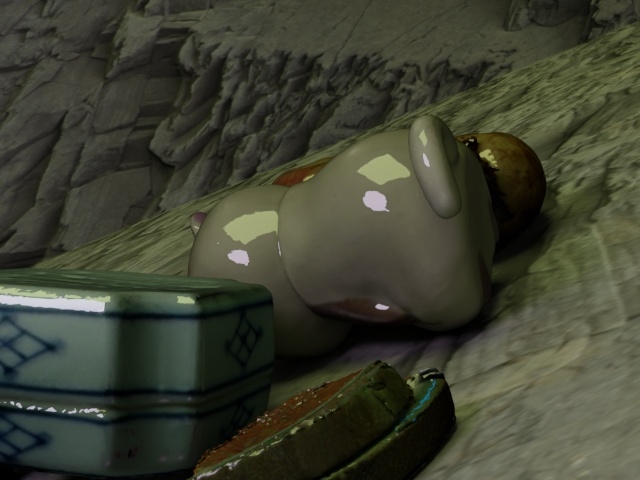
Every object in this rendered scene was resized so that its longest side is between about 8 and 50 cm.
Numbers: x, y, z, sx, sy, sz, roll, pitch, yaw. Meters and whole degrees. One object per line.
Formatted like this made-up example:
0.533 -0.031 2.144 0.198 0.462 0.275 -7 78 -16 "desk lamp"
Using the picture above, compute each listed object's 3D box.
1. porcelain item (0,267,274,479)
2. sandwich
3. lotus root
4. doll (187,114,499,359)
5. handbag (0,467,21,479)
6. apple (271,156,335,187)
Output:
-0.201 0.109 0.894 0.285 0.157 0.281 4 2 14 "porcelain item"
-0.004 0.151 0.763 0.235 0.079 0.159 -23 12 -13 "sandwich"
0.201 -0.065 1.273 0.169 0.141 0.314 -5 5 21 "lotus root"
0.029 0.011 1.067 0.370 0.226 0.215 -25 38 31 "doll"
-0.391 0.275 0.830 0.308 0.093 0.254 -25 11 -22 "handbag"
0.022 -0.018 1.278 0.188 0.174 0.188 -16 10 3 "apple"
